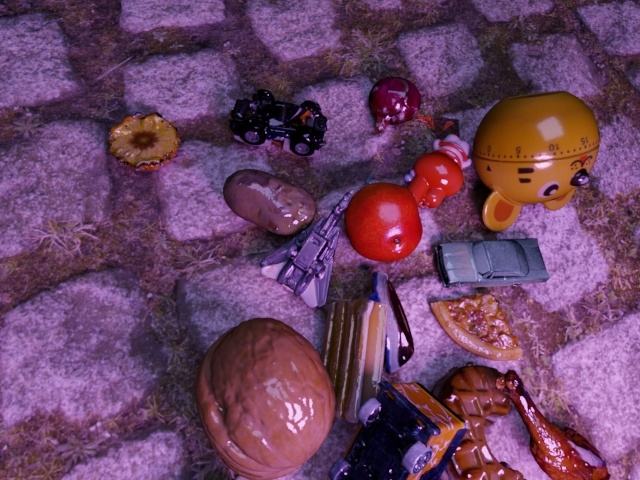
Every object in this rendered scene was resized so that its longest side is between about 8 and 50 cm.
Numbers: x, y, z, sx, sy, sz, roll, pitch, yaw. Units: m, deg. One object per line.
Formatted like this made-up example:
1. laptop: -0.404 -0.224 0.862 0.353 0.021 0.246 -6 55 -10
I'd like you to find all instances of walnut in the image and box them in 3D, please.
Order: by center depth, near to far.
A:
1. walnut: -0.121 0.328 0.959 0.333 0.333 0.332 3 67 -7

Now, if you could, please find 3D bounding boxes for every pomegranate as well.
1. pomegranate: 0.170 -0.059 1.226 0.221 0.220 0.256 9 34 -4

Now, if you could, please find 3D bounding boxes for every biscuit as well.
1. biscuit: 0.366 0.466 1.026 0.269 0.115 0.366 10 53 -25

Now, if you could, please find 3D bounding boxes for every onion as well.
1. onion: 0.232 -0.440 1.430 0.173 0.135 0.198 23 68 5

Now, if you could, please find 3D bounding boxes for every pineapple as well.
1. pineapple: -0.504 -0.277 1.284 0.225 0.076 0.224 4 64 -7

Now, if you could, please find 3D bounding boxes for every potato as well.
1. potato: -0.140 -0.107 1.216 0.263 0.165 0.164 25 66 6

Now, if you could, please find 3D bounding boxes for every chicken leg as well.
1. chicken leg: 0.551 0.466 1.028 0.407 0.096 0.158 44 40 -11

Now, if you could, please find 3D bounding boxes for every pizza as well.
1. pizza: 0.443 0.218 1.220 0.292 0.058 0.197 34 66 7

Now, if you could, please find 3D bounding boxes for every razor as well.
1. razor: 0.194 -0.146 1.357 0.135 0.040 0.068 33 67 -1

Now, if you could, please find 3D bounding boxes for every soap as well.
1. soap: 0.073 0.283 1.064 0.089 0.173 0.274 18 70 -28

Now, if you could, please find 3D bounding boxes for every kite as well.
1. kite: 0.433 -0.383 1.503 0.125 0.008 0.222 -36 76 -21

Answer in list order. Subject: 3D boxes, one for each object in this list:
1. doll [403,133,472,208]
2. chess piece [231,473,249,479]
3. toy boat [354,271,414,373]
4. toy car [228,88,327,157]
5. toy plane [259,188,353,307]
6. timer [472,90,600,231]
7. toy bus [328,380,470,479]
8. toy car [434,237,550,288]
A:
1. doll: 0.354 -0.199 1.349 0.161 0.130 0.290 35 72 4
2. chess piece: -0.055 0.678 0.876 0.442 0.234 0.234 38 67 13
3. toy boat: 0.160 0.214 1.162 0.115 0.114 0.261 -26 69 22
4. toy car: -0.127 -0.356 1.352 0.302 0.118 0.193 9 57 -3
5. toy plane: -0.002 0.000 1.150 0.204 0.103 0.316 33 97 7
6. timer: 0.635 -0.236 1.317 0.377 0.376 0.386 -15 111 -14
7. toy bus: 0.149 0.466 0.920 0.162 0.194 0.323 34 104 43
8. toy car: 0.495 0.058 1.275 0.321 0.097 0.141 -2 67 -10
